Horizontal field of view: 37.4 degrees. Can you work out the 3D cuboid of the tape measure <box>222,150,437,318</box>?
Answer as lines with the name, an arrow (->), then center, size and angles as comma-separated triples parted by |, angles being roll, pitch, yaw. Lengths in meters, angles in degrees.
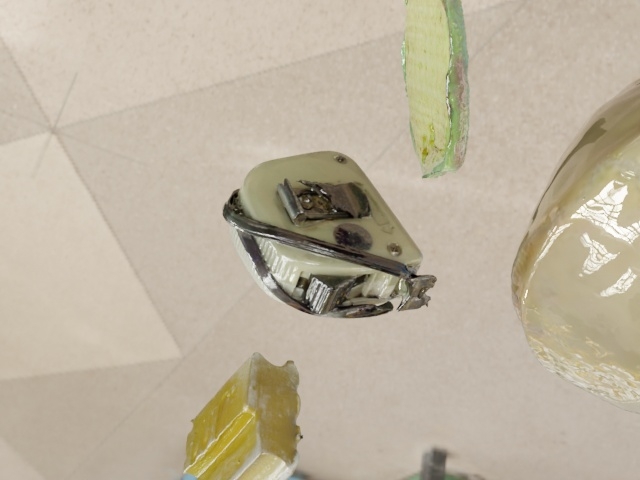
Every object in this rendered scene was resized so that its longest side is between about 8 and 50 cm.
tape measure -> 0.000, 0.000, 1.311 | 0.231, 0.271, 0.133 | -14, 147, -32

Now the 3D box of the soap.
soap -> -0.151, 0.400, 1.870 | 0.143, 0.259, 0.281 | 22, 129, -25

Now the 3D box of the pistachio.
pistachio -> 0.358, 0.014, 0.880 | 0.365, 0.281, 0.445 | -29, 145, 15

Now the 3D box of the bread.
bread -> 0.138, -0.218, 1.148 | 0.045, 0.301, 0.301 | -6, 146, -5
